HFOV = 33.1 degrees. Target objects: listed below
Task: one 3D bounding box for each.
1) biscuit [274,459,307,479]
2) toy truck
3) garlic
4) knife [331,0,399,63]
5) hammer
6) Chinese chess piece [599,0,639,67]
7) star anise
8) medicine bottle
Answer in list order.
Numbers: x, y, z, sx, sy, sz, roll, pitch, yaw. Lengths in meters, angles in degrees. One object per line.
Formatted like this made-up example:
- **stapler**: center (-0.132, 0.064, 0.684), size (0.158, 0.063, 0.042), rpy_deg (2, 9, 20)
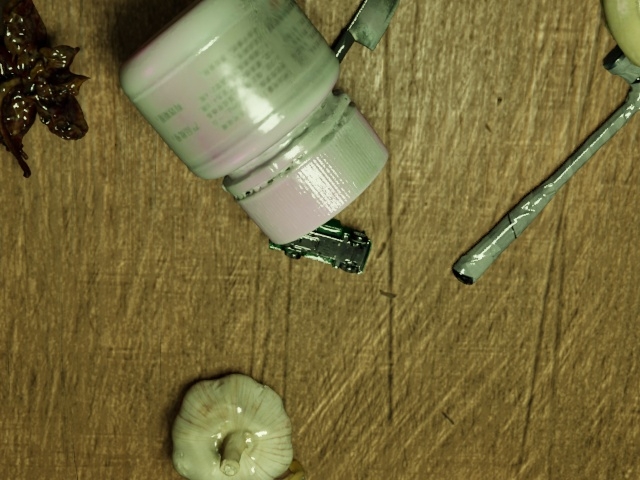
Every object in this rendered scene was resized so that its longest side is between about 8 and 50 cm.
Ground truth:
- **biscuit**: center (-0.109, 0.424, 1.760), size (0.183, 0.061, 0.118), rpy_deg (-51, 145, 13)
- **toy truck**: center (0.000, 0.000, 1.617), size (0.147, 0.079, 0.065), rpy_deg (16, 106, -7)
- **garlic**: center (-0.144, 0.308, 1.629), size (0.199, 0.226, 0.199), rpy_deg (0, 92, 1)
- **knife**: center (0.068, -0.311, 1.549), size (0.060, 0.028, 0.230), rpy_deg (28, 102, -24)
- **hammer**: center (0.351, -0.096, 1.625), size (0.152, 0.044, 0.427), rpy_deg (42, 103, -16)
- **Chinese chess piece**: center (0.526, -0.351, 1.491), size (0.270, 0.112, 0.270), rpy_deg (-2, 101, -11)
- **star anise**: center (-0.414, -0.220, 1.502), size (0.190, 0.126, 0.220), rpy_deg (-37, 104, 5)
- **medicine bottle**: center (-0.083, -0.181, 1.458), size (0.256, 0.256, 0.325), rpy_deg (-38, 105, 10)
